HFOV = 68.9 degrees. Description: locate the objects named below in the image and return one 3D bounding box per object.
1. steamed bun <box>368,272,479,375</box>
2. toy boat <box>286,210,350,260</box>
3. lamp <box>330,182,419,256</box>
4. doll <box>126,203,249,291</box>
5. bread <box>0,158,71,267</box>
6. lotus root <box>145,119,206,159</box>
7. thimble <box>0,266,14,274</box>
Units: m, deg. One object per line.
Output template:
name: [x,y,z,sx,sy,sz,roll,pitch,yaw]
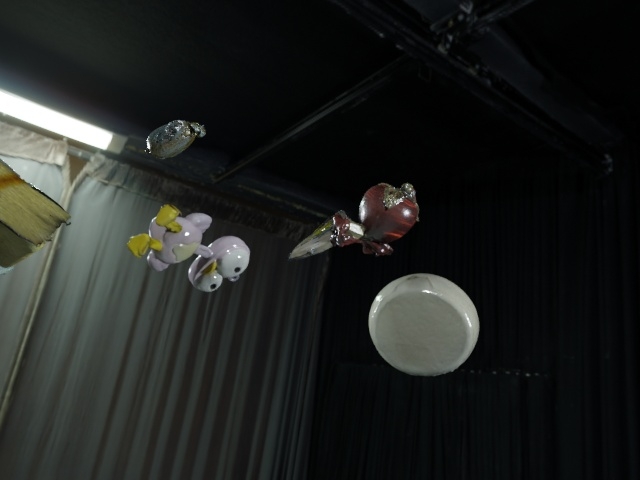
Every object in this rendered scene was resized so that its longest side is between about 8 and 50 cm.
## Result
steamed bun: [0.276,0.213,1.248,0.283,0.282,0.177,2,18,20]
toy boat: [0.000,0.000,1.261,0.210,0.066,0.084,-30,-54,-2]
lamp: [0.155,-0.058,1.206,0.215,0.223,0.151,23,-5,-32]
doll: [-0.269,0.027,1.028,0.094,0.160,0.365,44,-2,28]
bread: [-0.680,-0.126,0.969,0.345,0.242,0.405,47,-41,-19]
lotus root: [-0.385,-0.271,1.229,0.165,0.088,0.088,-23,-22,4]
thimble: [-0.839,-0.006,1.135,0.186,0.210,0.149,-5,2,37]
